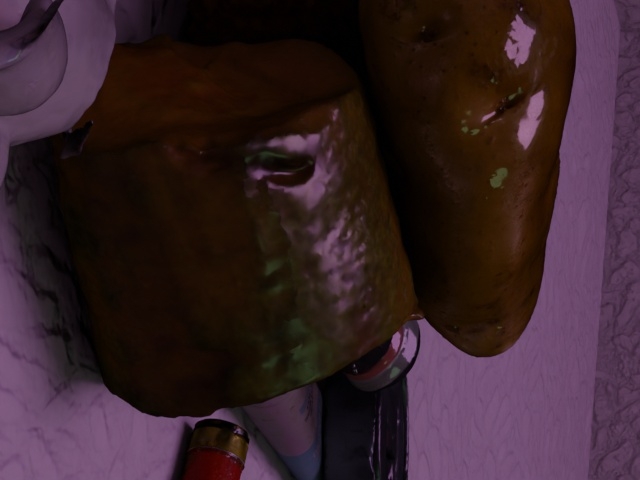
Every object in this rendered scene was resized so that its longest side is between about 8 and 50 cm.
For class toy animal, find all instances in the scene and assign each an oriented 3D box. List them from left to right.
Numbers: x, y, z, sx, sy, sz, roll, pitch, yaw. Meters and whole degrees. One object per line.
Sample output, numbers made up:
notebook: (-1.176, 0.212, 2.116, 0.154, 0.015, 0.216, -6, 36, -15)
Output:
toy animal: (-0.176, -0.148, 0.888, 0.154, 0.208, 0.325, 21, 36, -26)

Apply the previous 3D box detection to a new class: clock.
clock: (0.050, 0.204, 1.636, 0.280, 0.055, 0.281, -1, 90, -80)

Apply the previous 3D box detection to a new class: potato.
potato: (0.115, -0.076, 1.185, 0.195, 0.176, 0.369, 44, -30, 46)

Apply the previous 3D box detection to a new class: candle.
candle: (-0.094, 0.213, 1.297, 0.052, 0.052, 0.131, 64, 31, -50)

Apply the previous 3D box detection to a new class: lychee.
lychee: (0.004, -0.196, 1.339, 0.267, 0.267, 0.268, -2, 90, -71)

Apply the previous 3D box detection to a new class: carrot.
carrot: (-0.060, 0.008, 1.140, 0.241, 0.241, 0.341, -62, 143, -55)

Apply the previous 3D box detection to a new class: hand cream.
hand cream: (-0.023, 0.166, 1.485, 0.312, 0.070, 0.111, 59, 29, -61)

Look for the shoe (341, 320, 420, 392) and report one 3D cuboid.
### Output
shoe: (0.000, 0.000, 1.488, 0.137, 0.114, 0.291, 11, 62, -54)
